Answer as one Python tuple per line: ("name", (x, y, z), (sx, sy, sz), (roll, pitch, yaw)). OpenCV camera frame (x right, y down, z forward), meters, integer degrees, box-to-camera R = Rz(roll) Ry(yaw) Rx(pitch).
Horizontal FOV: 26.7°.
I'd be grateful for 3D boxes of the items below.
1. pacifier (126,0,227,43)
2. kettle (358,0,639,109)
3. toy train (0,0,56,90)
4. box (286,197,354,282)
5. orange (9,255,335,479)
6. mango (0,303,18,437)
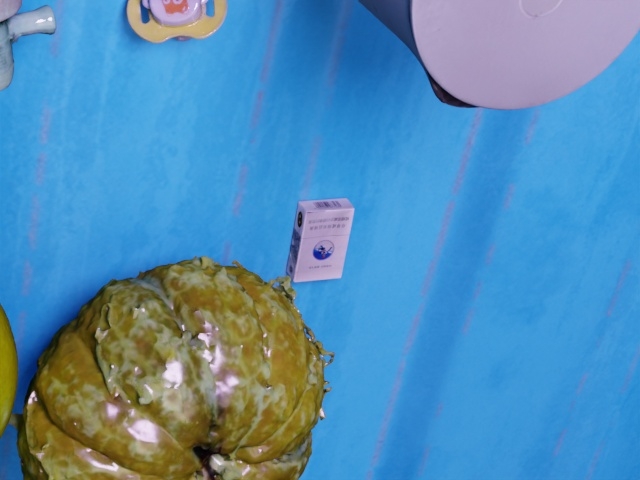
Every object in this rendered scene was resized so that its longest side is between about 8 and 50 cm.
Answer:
("pacifier", (-0.119, -0.192, 1.123), (0.083, 0.068, 0.064), (-7, 162, -1))
("kettle", (0.113, -0.271, 0.999), (0.265, 0.318, 0.205), (-33, 130, 0))
("toy train", (-0.305, -0.213, 0.952), (0.221, 0.150, 0.304), (-17, 127, -23))
("box", (0.000, 0.000, 1.330), (0.054, 0.024, 0.083), (-6, 124, -25))
("orange", (-0.142, 0.148, 1.237), (0.300, 0.223, 0.301), (-6, 125, -40))
("mango", (-0.349, 0.117, 1.150), (0.185, 0.149, 0.273), (-2, 130, -2))
